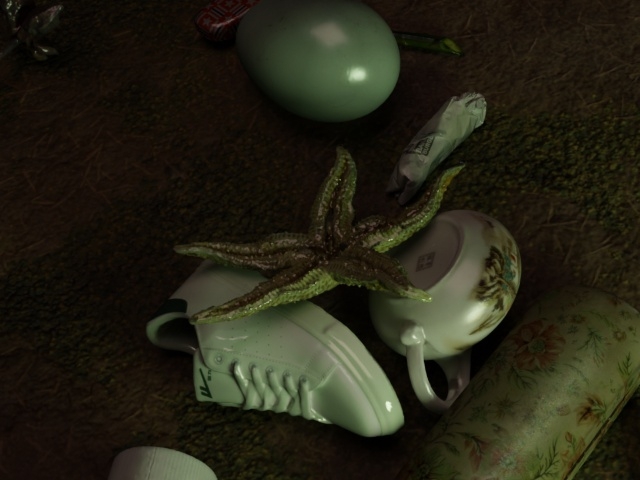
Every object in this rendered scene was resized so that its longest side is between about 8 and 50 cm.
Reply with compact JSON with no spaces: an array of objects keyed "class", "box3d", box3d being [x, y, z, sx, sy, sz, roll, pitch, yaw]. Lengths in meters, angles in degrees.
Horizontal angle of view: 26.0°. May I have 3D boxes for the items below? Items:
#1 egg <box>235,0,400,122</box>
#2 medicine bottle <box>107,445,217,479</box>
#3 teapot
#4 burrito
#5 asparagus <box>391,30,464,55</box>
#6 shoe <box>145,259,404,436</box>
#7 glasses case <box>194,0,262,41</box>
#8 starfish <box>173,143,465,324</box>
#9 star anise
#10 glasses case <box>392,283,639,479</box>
[{"class":"egg","box3d":[-0.008,-0.266,1.972,0.264,0.183,0.183,21,58,33]},{"class":"medicine bottle","box3d":[-0.196,0.363,1.521,0.144,0.144,0.252,5,52,14]},{"class":"teapot","box3d":[0.154,0.069,1.706,0.204,0.139,0.298,-8,47,39]},{"class":"burrito","box3d":[0.160,-0.135,1.915,0.064,0.064,0.203,28,62,28]},{"class":"asparagus","box3d":[0.101,-0.302,2.082,0.236,0.027,0.034,8,42,15]},{"class":"shoe","box3d":[-0.068,0.152,1.681,0.160,0.132,0.363,-39,51,-21]},{"class":"glasses case","box3d":[-0.107,-0.370,2.159,0.194,0.049,0.073,-39,57,-21]},{"class":"starfish","box3d":[-0.001,0.002,1.691,0.358,0.078,0.347,-1,42,24]},{"class":"star anise","box3d":[-0.523,-0.293,2.120,0.227,0.148,0.218,-41,13,-35]},{"class":"glasses case","box3d":[0.227,0.219,1.589,0.156,0.098,0.425,27,60,31]}]
